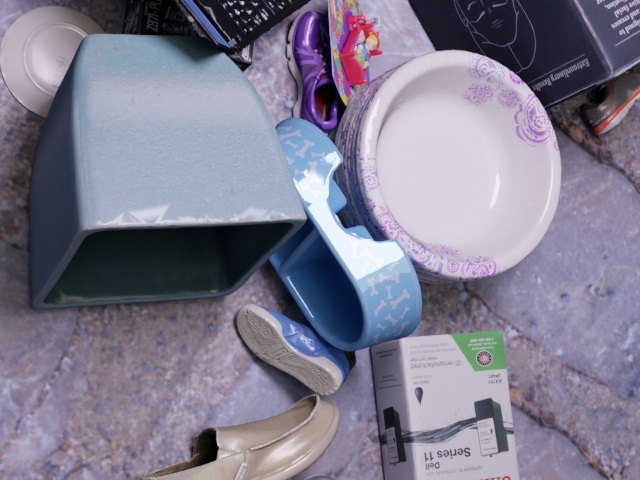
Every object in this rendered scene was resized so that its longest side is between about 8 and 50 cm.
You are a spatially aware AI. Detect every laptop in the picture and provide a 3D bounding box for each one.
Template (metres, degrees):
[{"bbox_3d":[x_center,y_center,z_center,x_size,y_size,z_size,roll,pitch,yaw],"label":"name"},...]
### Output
[{"bbox_3d":[-0.122,-0.346,1.520,0.264,0.136,0.234,-40,93,-31],"label":"laptop"}]

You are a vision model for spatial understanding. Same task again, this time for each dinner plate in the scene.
[{"bbox_3d":[-0.305,-0.210,1.569,0.141,0.017,0.141,4,79,-24],"label":"dinner plate"}]

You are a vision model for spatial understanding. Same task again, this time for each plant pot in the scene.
[{"bbox_3d":[-0.193,-0.087,1.481,0.247,0.248,0.252,-4,70,-26],"label":"plant pot"}]

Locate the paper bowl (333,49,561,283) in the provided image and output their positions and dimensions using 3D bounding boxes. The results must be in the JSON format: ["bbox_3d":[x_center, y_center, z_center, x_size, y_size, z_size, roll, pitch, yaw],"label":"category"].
[{"bbox_3d":[0.148,-0.087,1.678,0.284,0.148,0.284,2,84,-23],"label":"paper bowl"}]

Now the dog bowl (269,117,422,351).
[{"bbox_3d":[0.000,0.000,1.567,0.074,0.166,0.297,-28,80,-32],"label":"dog bowl"}]

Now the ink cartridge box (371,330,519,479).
[{"bbox_3d":[0.156,0.223,1.661,0.153,0.087,0.208,-3,82,-25],"label":"ink cartridge box"}]

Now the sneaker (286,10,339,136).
[{"bbox_3d":[0.003,-0.211,1.685,0.068,0.071,0.170,-1,79,-26],"label":"sneaker"}]

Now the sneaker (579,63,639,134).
[{"bbox_3d":[0.425,-0.221,1.897,0.065,0.061,0.158,45,64,-4],"label":"sneaker"}]

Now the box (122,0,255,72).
[{"bbox_3d":[-0.154,-0.300,1.623,0.147,0.077,0.180,11,74,-23],"label":"box"}]

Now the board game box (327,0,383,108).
[{"bbox_3d":[0.052,-0.243,1.691,0.133,0.033,0.169,20,64,-66],"label":"board game box"}]

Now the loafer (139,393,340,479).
[{"bbox_3d":[-0.093,0.247,1.529,0.268,0.102,0.092,-33,100,-26],"label":"loafer"}]

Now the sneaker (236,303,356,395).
[{"bbox_3d":[-0.025,0.118,1.617,0.152,0.058,0.084,33,34,10],"label":"sneaker"}]

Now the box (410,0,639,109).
[{"bbox_3d":[0.265,-0.378,1.719,0.212,0.293,0.395,-31,94,-27],"label":"box"}]

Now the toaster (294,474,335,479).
[{"bbox_3d":[-0.056,0.365,1.497,0.227,0.146,0.129,-42,98,-27],"label":"toaster"}]
